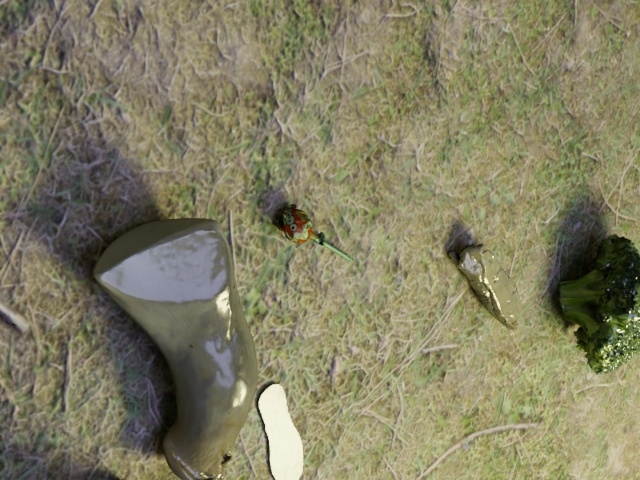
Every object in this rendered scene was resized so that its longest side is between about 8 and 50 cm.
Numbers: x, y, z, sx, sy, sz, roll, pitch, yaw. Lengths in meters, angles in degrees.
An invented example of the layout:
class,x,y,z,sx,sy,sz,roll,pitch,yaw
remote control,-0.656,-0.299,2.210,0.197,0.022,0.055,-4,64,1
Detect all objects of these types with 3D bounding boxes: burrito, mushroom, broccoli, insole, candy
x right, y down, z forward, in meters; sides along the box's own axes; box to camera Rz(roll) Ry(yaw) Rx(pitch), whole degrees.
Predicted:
class,x,y,z,sx,sy,sz,roll,pitch,yaw
burrito,0.293,0.081,2.047,0.063,0.058,0.229,-55,131,-17
mushroom,-0.169,0.155,1.608,0.177,0.126,0.397,-29,123,-21
broccoli,0.530,0.116,2.200,0.176,0.198,0.226,-24,92,3
insole,-0.060,0.301,1.835,0.065,0.006,0.193,-31,123,-31
candy,0.000,0.000,1.766,0.184,0.049,0.056,31,39,-50

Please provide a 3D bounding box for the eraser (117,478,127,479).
class,x,y,z,sx,sy,sz,roll,pitch,yaw
eraser,-0.316,0.403,1.602,0.172,0.058,0.117,-16,114,-37
